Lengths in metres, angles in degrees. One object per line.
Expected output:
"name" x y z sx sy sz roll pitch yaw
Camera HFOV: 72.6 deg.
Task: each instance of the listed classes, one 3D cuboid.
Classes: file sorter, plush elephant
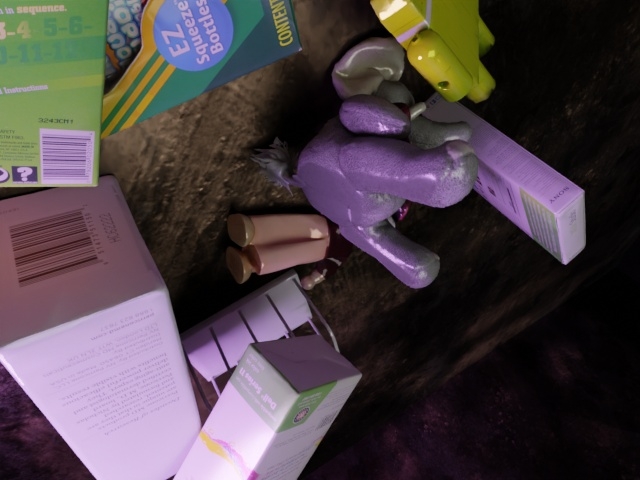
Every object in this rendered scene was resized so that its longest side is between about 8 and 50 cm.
"file sorter" -0.117 0.234 0.900 0.277 0.173 0.193 -30 142 -12
"plush elephant" 0.097 -0.135 0.648 0.255 0.329 0.272 -50 151 -26

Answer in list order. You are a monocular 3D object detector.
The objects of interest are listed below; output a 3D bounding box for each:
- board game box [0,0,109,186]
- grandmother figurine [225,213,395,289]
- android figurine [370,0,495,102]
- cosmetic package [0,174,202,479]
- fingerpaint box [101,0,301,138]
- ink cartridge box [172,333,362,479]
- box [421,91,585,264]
"board game box" -0.197 -0.143 0.263 0.124 0.039 0.260 -5 139 -35
"grandmother figurine" 0.000 0.000 0.812 0.342 0.104 0.208 -10 129 -33
"android figurine" 0.143 -0.300 0.546 0.056 0.249 0.272 -13 148 42
"cosmetic package" -0.295 0.165 0.627 0.161 0.230 0.454 -20 140 -26
"fingerpaint box" -0.245 -0.270 0.249 0.370 0.163 0.445 -27 142 -9
"ink cartridge box" -0.101 0.338 0.722 0.207 0.119 0.354 14 108 -58
"box" 0.328 -0.115 0.788 0.058 0.322 0.232 -42 144 9
